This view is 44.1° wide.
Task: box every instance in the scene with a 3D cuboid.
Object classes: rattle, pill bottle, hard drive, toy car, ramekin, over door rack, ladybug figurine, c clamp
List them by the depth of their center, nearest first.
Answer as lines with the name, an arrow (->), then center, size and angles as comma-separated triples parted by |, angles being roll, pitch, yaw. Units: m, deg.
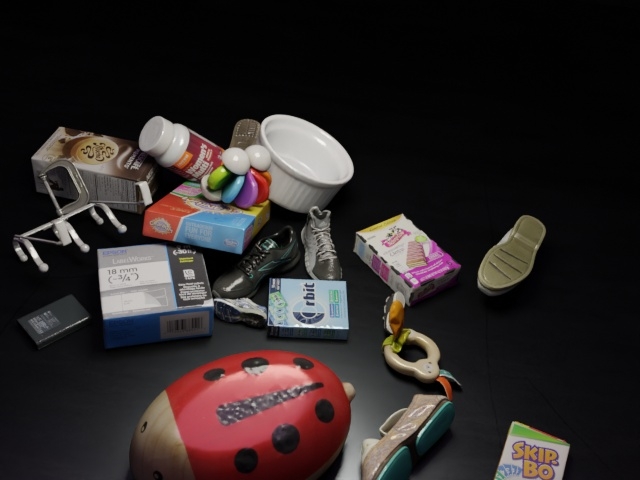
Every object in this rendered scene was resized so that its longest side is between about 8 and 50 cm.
ladybug figurine -> -0.138, 0.343, 1.489 | 0.449, 0.162, 0.305 | -19, 61, -20
rattle -> 0.233, 0.238, 1.723 | 0.130, 0.142, 0.200 | -3, 32, -39
hard drive -> -0.591, 0.178, 1.760 | 0.135, 0.022, 0.094 | -28, 52, -33
over door rack -> -0.555, -0.025, 1.846 | 0.239, 0.108, 0.324 | -32, 13, -36
toy car -> -0.194, -0.143, 1.952 | 0.182, 0.159, 0.136 | -16, 68, -52
c clamp -> -0.662, -0.122, 1.996 | 0.137, 0.160, 0.022 | -20, 2, -10
pill bottle -> -0.360, -0.233, 2.080 | 0.221, 0.121, 0.121 | 28, 22, -44
ramekin -> -0.062, -0.199, 2.121 | 0.277, 0.135, 0.277 | 22, 34, -16

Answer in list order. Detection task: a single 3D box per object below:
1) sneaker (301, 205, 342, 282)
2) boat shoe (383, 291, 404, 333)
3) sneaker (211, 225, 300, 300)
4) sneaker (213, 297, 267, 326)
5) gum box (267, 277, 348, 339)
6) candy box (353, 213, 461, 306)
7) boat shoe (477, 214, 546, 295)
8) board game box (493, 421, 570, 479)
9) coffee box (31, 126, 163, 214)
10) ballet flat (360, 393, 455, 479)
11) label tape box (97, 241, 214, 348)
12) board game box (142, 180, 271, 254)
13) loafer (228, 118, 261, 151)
sneaker -> 0.000, 0.000, 1.961 | 0.086, 0.132, 0.228 | -7, 42, -15
boat shoe -> 0.167, 0.173, 1.858 | 0.046, 0.038, 0.125 | 41, 41, -25
sneaker -> -0.157, 0.052, 1.904 | 0.101, 0.106, 0.267 | 34, 49, 26
sneaker -> -0.186, 0.159, 1.825 | 0.135, 0.052, 0.058 | 18, 32, 2
gum box -> -0.030, 0.158, 1.846 | 0.184, 0.041, 0.157 | 3, 41, -3
candy box -> 0.215, 0.045, 1.986 | 0.159, 0.071, 0.233 | -22, 48, -29
boat shoe -> 0.473, 0.057, 1.984 | 0.113, 0.103, 0.302 | 38, 48, 14
board game box -> 0.411, 0.467, 1.560 | 0.124, 0.039, 0.259 | 20, 40, 14
coffee box -> -0.588, -0.190, 2.108 | 0.297, 0.118, 0.168 | 12, 40, 6
ballet flat -> 0.147, 0.409, 1.556 | 0.106, 0.107, 0.316 | 12, 31, 37
label tape box -> -0.393, 0.082, 1.835 | 0.241, 0.106, 0.333 | -6, 43, -15
board game box -> -0.270, -0.062, 1.960 | 0.242, 0.064, 0.316 | 11, 18, 4
loafer -> -0.222, -0.220, 2.220 | 0.102, 0.092, 0.268 | 11, 57, 10
